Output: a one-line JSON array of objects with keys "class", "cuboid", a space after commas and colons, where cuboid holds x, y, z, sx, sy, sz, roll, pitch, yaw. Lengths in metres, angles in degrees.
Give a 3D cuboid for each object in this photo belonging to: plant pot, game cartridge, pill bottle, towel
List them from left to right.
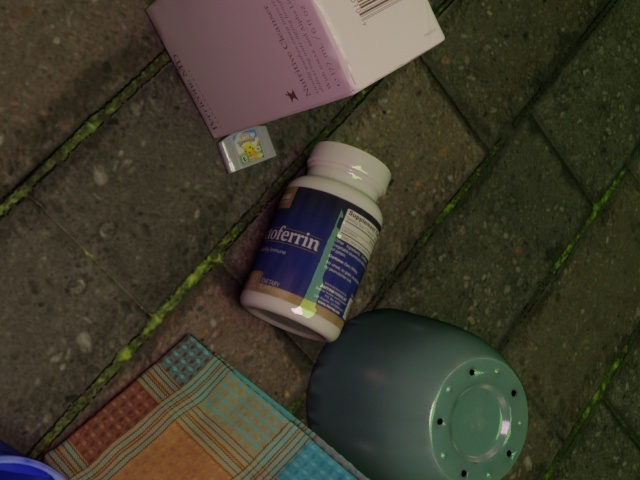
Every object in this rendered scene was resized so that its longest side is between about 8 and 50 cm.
[{"class": "towel", "cuboid": [-0.137, 0.300, 1.028, 0.271, 0.370, 0.040, -41, 149, -26]}, {"class": "game cartridge", "cuboid": [-0.108, -0.137, 1.219, 0.083, 0.017, 0.056, -25, 98, -29]}, {"class": "pill bottle", "cuboid": [0.000, 0.000, 1.201, 0.153, 0.153, 0.264, 30, 74, -27]}, {"class": "plant pot", "cuboid": [0.162, 0.253, 1.244, 0.293, 0.235, 0.292, 1, 89, -30]}]

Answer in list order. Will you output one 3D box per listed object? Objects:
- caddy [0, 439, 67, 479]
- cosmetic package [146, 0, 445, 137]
[{"class": "caddy", "cuboid": [-0.426, 0.359, 0.894, 0.341, 0.179, 0.241, -25, 115, -35]}, {"class": "cosmetic package", "cuboid": [-0.051, -0.273, 1.044, 0.156, 0.385, 0.217, -35, 103, -28]}]
